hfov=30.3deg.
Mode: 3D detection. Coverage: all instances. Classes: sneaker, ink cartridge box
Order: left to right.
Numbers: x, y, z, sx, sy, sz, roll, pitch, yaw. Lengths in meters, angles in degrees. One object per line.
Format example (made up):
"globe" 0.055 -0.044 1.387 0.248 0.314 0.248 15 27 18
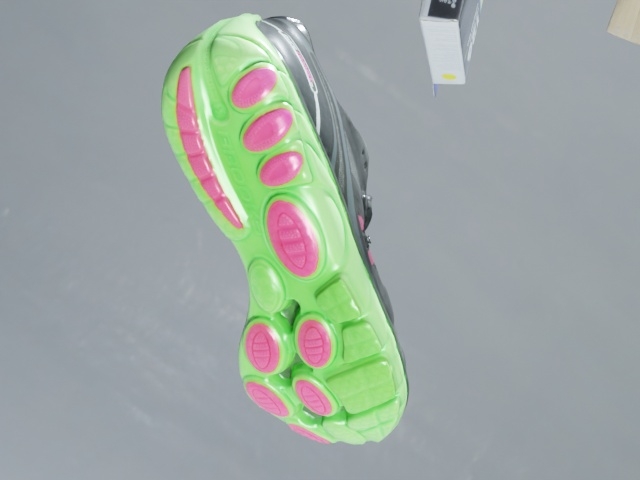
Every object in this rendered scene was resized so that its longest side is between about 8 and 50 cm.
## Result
"sneaker" 0.000 0.000 1.170 0.185 0.483 0.202 1 31 25
"ink cartridge box" 0.211 -0.396 1.727 0.072 0.304 0.307 9 -12 13

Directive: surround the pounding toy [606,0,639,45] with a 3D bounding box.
"pounding toy" 0.461 -0.340 1.452 0.094 0.206 0.181 29 25 27
